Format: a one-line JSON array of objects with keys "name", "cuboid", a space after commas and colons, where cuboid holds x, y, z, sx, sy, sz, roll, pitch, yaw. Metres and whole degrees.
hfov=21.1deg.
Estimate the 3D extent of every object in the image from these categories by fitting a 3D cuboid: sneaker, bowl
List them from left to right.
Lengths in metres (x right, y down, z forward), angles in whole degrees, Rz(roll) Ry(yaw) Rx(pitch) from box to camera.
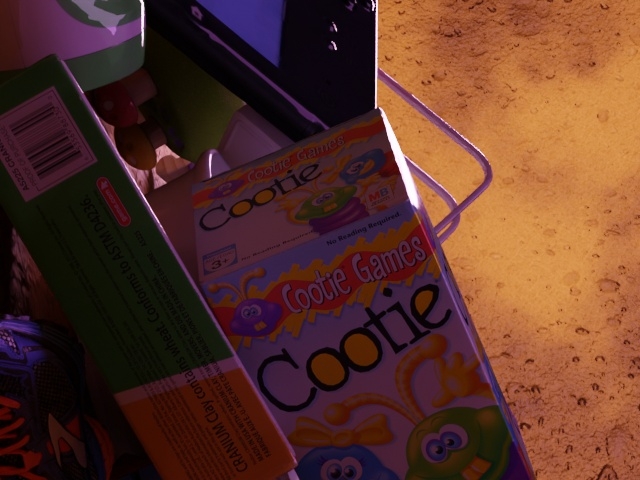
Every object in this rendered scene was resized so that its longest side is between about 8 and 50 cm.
[{"name": "sneaker", "cuboid": [-0.158, 0.109, 0.904, 0.221, 0.083, 0.087, 70, 19, -54]}, {"name": "bowl", "cuboid": [-0.103, 0.088, 1.320, 0.298, 0.134, 0.297, -15, 90, -86]}]

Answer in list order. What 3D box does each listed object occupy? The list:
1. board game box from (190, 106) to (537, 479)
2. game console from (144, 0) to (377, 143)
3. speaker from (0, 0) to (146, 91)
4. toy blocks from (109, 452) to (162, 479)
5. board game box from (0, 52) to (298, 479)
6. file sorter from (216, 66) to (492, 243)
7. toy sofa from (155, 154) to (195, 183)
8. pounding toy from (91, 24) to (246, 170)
[{"name": "board game box", "cuboid": [0.034, 0.079, 1.146, 0.142, 0.144, 0.275, -102, 168, -62]}, {"name": "game console", "cuboid": [-0.096, -0.259, 1.377, 0.386, 0.060, 0.342, 37, 28, -27]}, {"name": "speaker", "cuboid": [-0.185, -0.235, 1.001, 0.131, 0.131, 0.296, -90, 170, -71]}, {"name": "toy blocks", "cuboid": [-0.073, 0.303, 1.192, 0.381, 0.191, 0.261, 53, 13, -63]}, {"name": "board game box", "cuboid": [-0.108, 0.035, 1.006, 0.242, 0.064, 0.316, 59, -6, 2]}, {"name": "file sorter", "cuboid": [0.000, 0.000, 1.526, 0.173, 0.193, 0.277, -41, 167, -43]}, {"name": "toy sofa", "cuboid": [-0.095, 0.082, 1.754, 0.150, 0.177, 0.362, 40, 34, -46]}, {"name": "pounding toy", "cuboid": [-0.162, -0.130, 1.572, 0.237, 0.110, 0.183, 29, -32, 56]}]
